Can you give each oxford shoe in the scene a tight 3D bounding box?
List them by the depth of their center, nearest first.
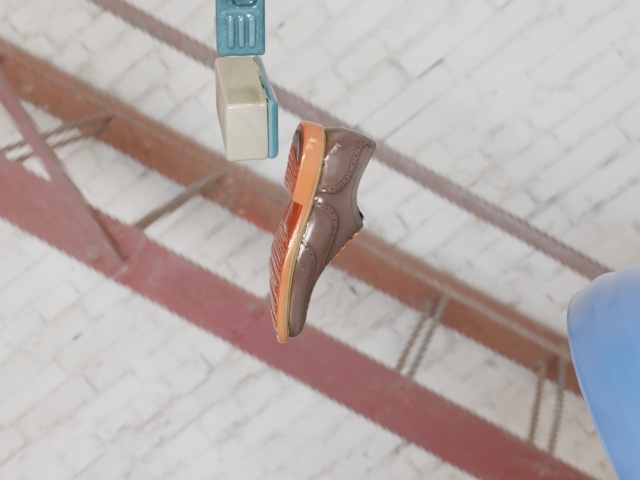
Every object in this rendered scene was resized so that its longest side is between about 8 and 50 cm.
[{"bbox_3d":[0.000,0.000,1.450,0.097,0.098,0.271,-108,28,-61],"label":"oxford shoe"}]

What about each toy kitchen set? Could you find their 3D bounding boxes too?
[{"bbox_3d":[-0.005,-0.187,1.066,0.166,0.207,0.122,-4,28,-7],"label":"toy kitchen set"}]

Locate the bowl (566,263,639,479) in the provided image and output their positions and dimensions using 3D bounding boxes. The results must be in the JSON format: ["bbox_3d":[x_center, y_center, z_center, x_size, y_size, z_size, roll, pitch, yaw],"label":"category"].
[{"bbox_3d":[0.280,0.169,0.683,0.077,0.391,0.391,-37,5,20],"label":"bowl"}]
